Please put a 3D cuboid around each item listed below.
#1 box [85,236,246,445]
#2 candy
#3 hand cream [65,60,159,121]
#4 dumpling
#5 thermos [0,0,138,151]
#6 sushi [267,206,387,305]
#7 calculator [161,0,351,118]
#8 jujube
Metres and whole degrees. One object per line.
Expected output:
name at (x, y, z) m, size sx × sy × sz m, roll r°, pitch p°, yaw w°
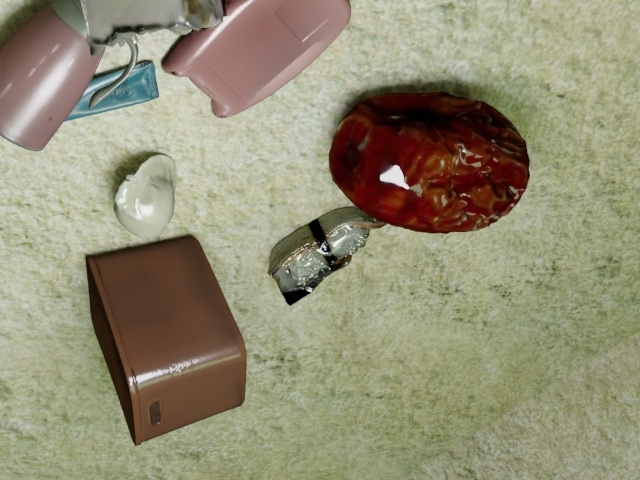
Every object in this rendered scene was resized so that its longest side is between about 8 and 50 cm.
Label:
box at (-0.302, 0.182, 1.985) m, size 0.229 × 0.339 × 0.239 m, roll -15°, pitch 141°, yaw -18°
candy at (-0.246, -0.371, 1.420) m, size 0.185 × 0.137 × 0.195 m, roll -5°, pitch 110°, yaw 19°
hand cream at (-0.378, -0.236, 1.692) m, size 0.224 × 0.048 × 0.083 m, roll -20°, pitch 142°, yaw -16°
dumpling at (-0.310, -0.082, 1.868) m, size 0.111 × 0.181 × 0.155 m, roll 32°, pitch 85°, yaw -10°
thermos at (-0.393, -0.271, 1.553) m, size 0.176 × 0.146 × 0.265 m, roll 40°, pitch 102°, yaw -18°
sushi at (0.007, 0.004, 2.139) m, size 0.273 × 0.134 × 0.109 m, roll -35°, pitch 115°, yaw 22°
calculator at (-0.093, -0.342, 1.721) m, size 0.329 × 0.048 × 0.220 m, roll -38°, pitch 140°, yaw 11°
jujube at (0.208, -0.148, 1.942) m, size 0.377 × 0.276 × 0.276 m, roll 7°, pitch 132°, yaw -34°
